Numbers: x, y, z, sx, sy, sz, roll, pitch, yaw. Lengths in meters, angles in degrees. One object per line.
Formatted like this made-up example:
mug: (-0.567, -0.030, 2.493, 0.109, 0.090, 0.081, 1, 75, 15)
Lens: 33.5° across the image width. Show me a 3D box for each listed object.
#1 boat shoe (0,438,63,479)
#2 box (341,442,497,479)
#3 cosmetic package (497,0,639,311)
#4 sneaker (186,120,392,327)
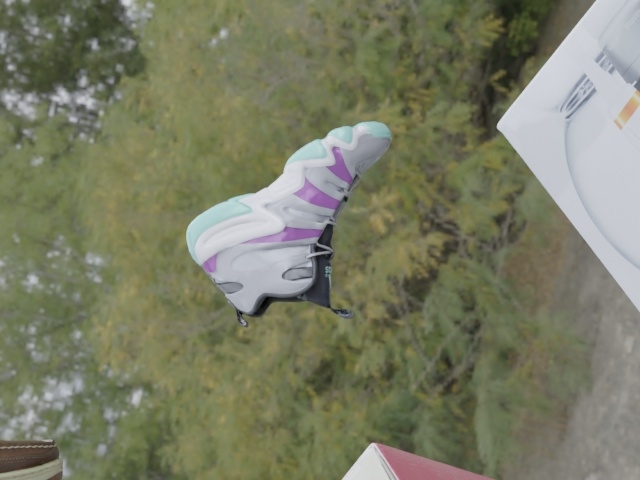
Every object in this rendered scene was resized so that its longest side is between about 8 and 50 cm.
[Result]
boat shoe: (-0.314, 0.151, 0.791, 0.095, 0.257, 0.095, -14, 77, 50)
box: (0.110, 0.291, 0.925, 0.149, 0.232, 0.127, -54, 37, 16)
cosmetic package: (0.270, -0.060, 0.458, 0.097, 0.284, 0.377, -28, -16, -31)
sneaker: (0.000, 0.000, 0.444, 0.098, 0.069, 0.038, -34, -11, 7)
